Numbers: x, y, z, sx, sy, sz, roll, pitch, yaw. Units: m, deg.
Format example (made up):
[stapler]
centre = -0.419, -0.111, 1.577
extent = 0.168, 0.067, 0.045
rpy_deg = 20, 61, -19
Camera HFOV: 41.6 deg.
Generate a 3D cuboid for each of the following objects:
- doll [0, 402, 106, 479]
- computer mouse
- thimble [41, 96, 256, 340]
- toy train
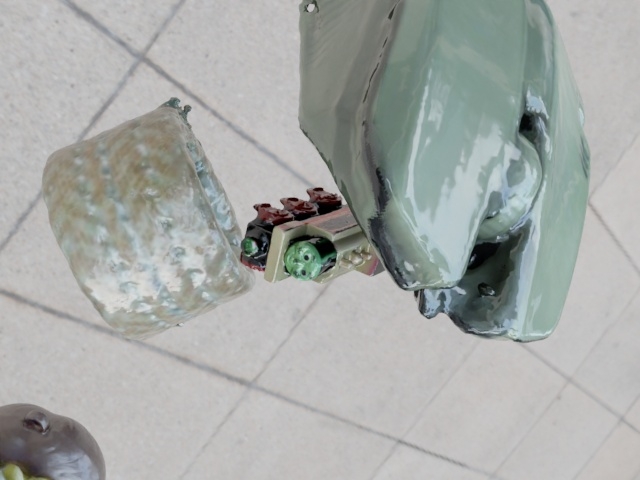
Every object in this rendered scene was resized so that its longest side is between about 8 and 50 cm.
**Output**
[doll]
centre = -0.272, 0.238, 0.809
extent = 0.096, 0.145, 0.188
rpy_deg = -54, 141, -58
[computer mouse]
centre = 0.105, -0.123, 0.630
extent = 0.145, 0.429, 0.228
rpy_deg = -34, 126, 31
[thimble]
centre = -0.155, -0.012, 0.814
extent = 0.148, 0.196, 0.229
rpy_deg = -22, 142, 2
[toy train]
centre = 0.000, 0.000, 0.641
extent = 0.138, 0.087, 0.050
rpy_deg = -20, 128, -56
